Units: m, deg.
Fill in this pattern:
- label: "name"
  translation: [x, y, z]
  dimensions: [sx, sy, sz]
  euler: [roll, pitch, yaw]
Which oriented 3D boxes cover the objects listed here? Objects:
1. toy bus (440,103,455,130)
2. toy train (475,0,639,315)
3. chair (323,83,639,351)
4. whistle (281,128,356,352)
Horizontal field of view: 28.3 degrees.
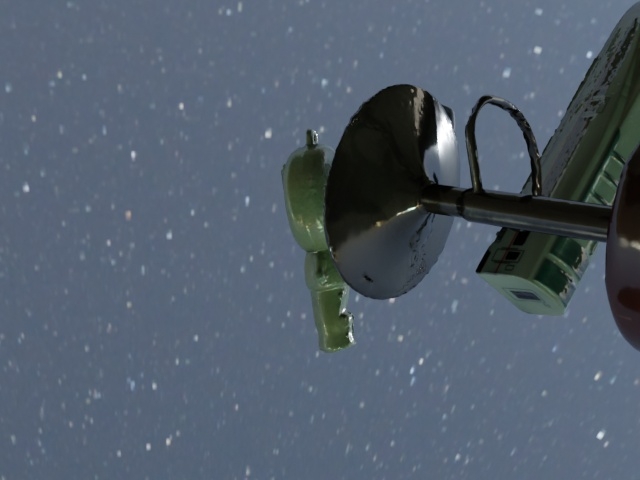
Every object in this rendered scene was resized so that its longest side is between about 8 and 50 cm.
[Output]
- label: "toy bus"
  translation: [0.104, -0.091, 1.463]
  dimensions: [0.075, 0.190, 0.064]
  euler: [10, -116, -6]
- label: "toy train"
  translation: [0.312, -0.109, 1.387]
  dimensions: [0.086, 0.088, 0.407]
  euler: [38, -108, -24]
- label: "chair"
  translation: [0.220, -0.018, 1.169]
  dimensions: [0.401, 0.226, 0.226]
  euler: [12, -131, 41]
- label: "whistle"
  translation: [0.000, 0.000, 1.462]
  dimensions: [0.067, 0.126, 0.258]
  euler: [-8, -85, 17]
